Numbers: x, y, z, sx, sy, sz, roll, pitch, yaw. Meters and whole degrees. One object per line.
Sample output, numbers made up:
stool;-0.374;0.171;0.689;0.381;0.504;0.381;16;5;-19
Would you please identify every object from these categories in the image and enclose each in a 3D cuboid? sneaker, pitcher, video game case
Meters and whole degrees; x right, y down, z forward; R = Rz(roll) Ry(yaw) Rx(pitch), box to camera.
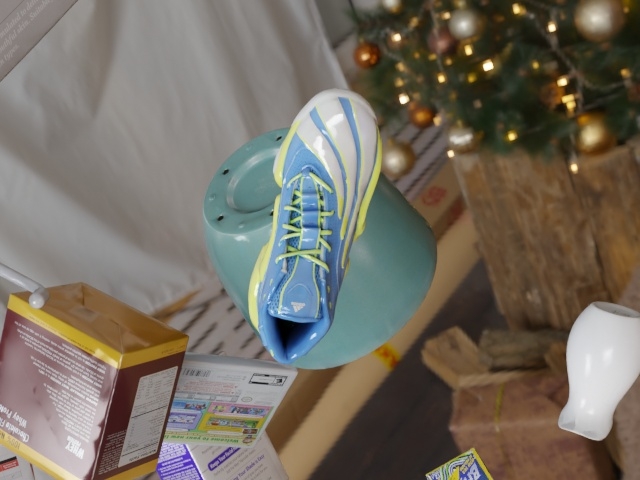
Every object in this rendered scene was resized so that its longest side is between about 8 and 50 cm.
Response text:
sneaker;0.000;0.000;0.895;0.091;0.240;0.126;9;27;-10
pitcher;0.472;0.207;1.789;0.125;0.207;0.177;16;14;20
video game case;-0.164;0.238;1.590;0.212;0.193;0.023;8;41;-24

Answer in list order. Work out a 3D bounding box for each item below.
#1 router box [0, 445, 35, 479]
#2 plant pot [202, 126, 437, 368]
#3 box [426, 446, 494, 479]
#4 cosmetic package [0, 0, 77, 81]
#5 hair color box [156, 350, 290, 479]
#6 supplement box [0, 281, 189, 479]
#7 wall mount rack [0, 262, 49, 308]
router box;-0.564;0.233;1.372;0.335;0.301;0.082;-15;34;-19
plant pot;-0.022;-0.012;1.458;0.293;0.235;0.293;-21;43;20
box;0.153;0.267;1.138;0.059;0.169;0.054;-30;69;-2
cosmetic package;-0.280;-0.161;0.679;0.238;0.107;0.127;14;56;35
hair color box;-0.176;0.385;1.852;0.110;0.339;0.185;-23;4;36
supplement box;-0.296;0.181;1.344;0.191;0.194;0.129;23;16;27
wall mount rack;-0.392;0.143;1.037;0.350;0.130;0.304;-62;-2;10
